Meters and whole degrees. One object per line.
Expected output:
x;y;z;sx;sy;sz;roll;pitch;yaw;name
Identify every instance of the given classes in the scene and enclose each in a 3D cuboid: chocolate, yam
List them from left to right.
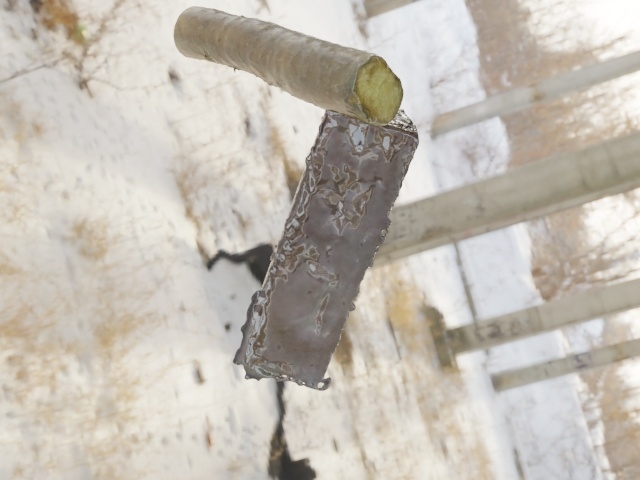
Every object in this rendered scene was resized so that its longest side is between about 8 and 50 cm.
-0.043;-0.174;0.892;0.300;0.066;0.066;28;-26;44;yam
0.000;0.000;0.994;0.112;0.112;0.321;-89;-163;-64;chocolate
